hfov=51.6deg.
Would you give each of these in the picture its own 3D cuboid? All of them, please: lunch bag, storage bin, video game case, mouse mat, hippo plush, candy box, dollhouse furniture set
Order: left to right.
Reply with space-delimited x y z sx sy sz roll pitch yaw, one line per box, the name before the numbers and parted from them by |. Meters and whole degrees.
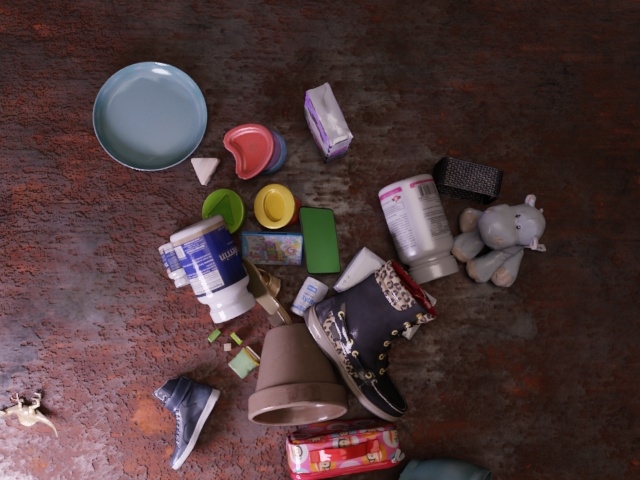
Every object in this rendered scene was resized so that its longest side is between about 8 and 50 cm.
dollhouse furniture set | -0.236 0.303 1.803 0.151 0.058 0.076 45 82 2
video game case | -0.134 0.023 1.828 0.166 0.119 0.015 2 46 -4
mouse mat | 0.000 0.000 1.838 0.007 0.152 0.190 -12 81 39
candy box | 0.017 -0.321 1.840 0.070 0.196 0.165 -23 84 -7
lunch bag | 0.059 0.531 1.696 0.292 0.258 0.120 -7 81 -5
storage bin | 0.416 -0.169 1.890 0.180 0.122 0.085 14 82 -3
hippo plush | 0.522 0.006 1.817 0.294 0.236 0.235 0 82 -5

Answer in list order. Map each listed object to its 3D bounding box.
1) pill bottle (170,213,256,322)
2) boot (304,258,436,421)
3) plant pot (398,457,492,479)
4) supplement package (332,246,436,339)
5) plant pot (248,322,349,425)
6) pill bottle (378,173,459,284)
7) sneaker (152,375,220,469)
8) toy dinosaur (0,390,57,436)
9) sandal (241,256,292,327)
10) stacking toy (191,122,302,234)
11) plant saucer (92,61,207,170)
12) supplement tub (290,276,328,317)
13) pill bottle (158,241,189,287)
pill bottle | -0.282 0.077 1.770 0.153 0.153 0.265 -24 98 -8
boot | 0.172 0.255 1.688 0.284 0.138 0.377 -37 90 18
plant pot | 0.293 0.684 1.705 0.196 0.293 0.293 22 80 25
supplement package | 0.172 0.147 1.819 0.244 0.139 0.134 37 82 0
plant pot | -0.065 0.346 1.733 0.262 0.263 0.229 -4 66 -5
pill bottle | 0.277 -0.028 1.840 0.160 0.160 0.283 -16 84 -7
sneaker | -0.386 0.470 1.746 0.163 0.086 0.226 28 71 -11
toy dinosaur | -0.762 0.451 1.752 0.183 0.053 0.093 15 97 5
sandal | -0.137 0.139 1.837 0.079 0.088 0.240 -29 84 -41
stacking toy | -0.198 -0.155 1.872 0.279 0.130 0.309 -19 80 19
plant saucer | -0.480 -0.350 1.880 0.317 0.044 0.318 1 83 -5
supplement tub | -0.031 0.162 1.834 0.071 0.071 0.107 28 82 -1
pill bottle | -0.394 0.065 1.818 0.067 0.067 0.120 -22 84 -7
